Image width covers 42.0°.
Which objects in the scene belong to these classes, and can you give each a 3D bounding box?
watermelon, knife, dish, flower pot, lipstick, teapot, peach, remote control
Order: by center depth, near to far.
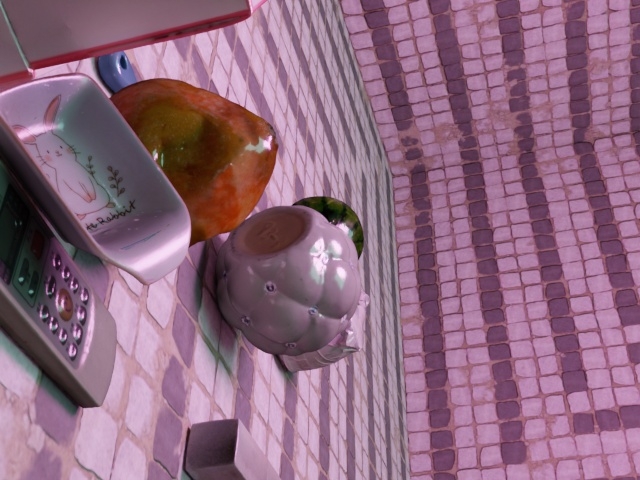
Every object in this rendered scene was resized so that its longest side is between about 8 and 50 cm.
[{"bbox_3d":[-0.275,0.052,0.831,0.285,0.038,0.123,68,17,-45],"label":"remote control"},{"bbox_3d":[-0.234,-0.053,0.848,0.234,0.064,0.154,53,31,-1],"label":"dish"},{"bbox_3d":[-0.164,-0.095,1.004,0.214,0.235,0.214,-16,90,-85],"label":"peach"},{"bbox_3d":[-0.249,-0.156,1.154,0.058,0.032,0.244,-90,168,-47],"label":"knife"},{"bbox_3d":[-0.098,0.396,1.264,0.371,0.080,0.076,68,18,-46],"label":"lipstick"},{"bbox_3d":[-0.053,0.060,1.369,0.246,0.246,0.195,-83,161,-52],"label":"flower pot"},{"bbox_3d":[0.011,0.175,1.691,0.221,0.178,0.163,13,69,-78],"label":"teapot"},{"bbox_3d":[0.000,0.000,1.743,0.214,0.188,0.188,-126,-157,-76],"label":"watermelon"}]

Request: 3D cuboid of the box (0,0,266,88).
[{"bbox_3d":[-0.213,-0.355,0.815,0.312,0.300,0.314,-74,151,-64],"label":"box"}]
